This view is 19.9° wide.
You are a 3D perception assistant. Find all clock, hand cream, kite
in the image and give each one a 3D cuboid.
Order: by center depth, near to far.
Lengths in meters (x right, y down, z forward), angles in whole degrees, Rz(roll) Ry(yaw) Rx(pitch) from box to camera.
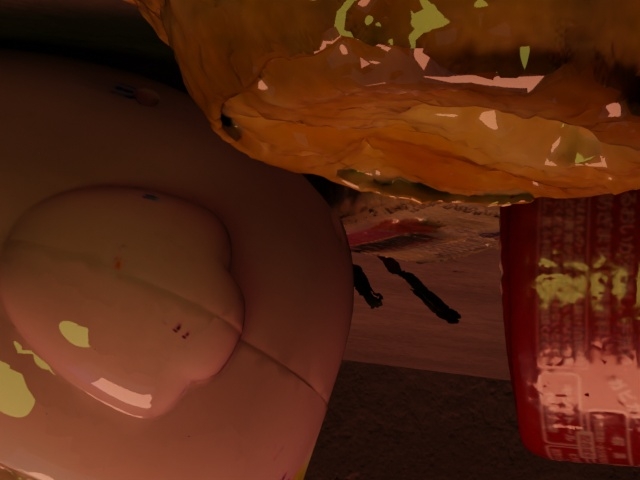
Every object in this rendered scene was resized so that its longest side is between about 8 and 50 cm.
[{"bbox_3d":[0.173,0.004,0.897,0.149,0.230,0.230,-1,170,12],"label":"hand cream"},{"bbox_3d":[-0.177,0.023,1.076,0.377,0.250,0.368,26,162,-11],"label":"clock"},{"bbox_3d":[0.000,0.000,1.286,0.152,0.015,0.285,6,-164,-25],"label":"kite"}]

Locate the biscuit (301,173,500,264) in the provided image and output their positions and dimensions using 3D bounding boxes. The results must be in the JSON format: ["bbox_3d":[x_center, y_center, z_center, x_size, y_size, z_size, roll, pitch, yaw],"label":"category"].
[{"bbox_3d":[0.071,-0.036,1.153,0.186,0.079,0.309,12,167,-28],"label":"biscuit"}]

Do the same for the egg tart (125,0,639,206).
[{"bbox_3d":[0.053,-0.092,0.684,0.341,0.129,0.341,6,170,1],"label":"egg tart"}]
